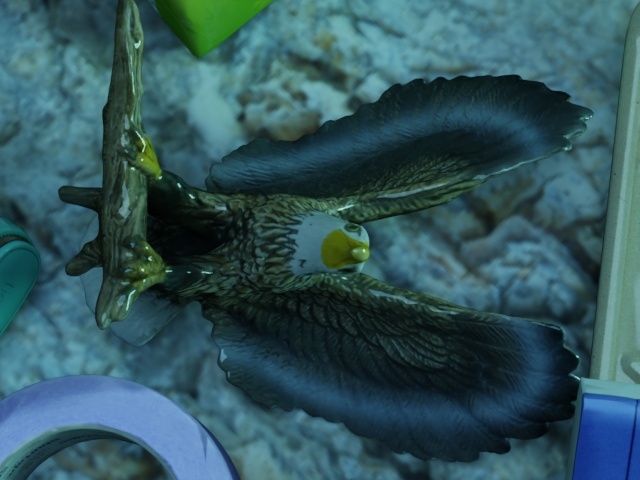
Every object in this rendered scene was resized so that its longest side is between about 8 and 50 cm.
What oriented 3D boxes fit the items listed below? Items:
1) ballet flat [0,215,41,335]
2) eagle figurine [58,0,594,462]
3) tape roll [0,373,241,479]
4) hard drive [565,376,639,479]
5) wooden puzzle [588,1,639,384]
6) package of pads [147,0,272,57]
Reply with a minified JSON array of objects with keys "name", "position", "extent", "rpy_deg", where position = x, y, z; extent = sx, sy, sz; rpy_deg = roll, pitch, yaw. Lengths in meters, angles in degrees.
[{"name":"ballet flat","position":[-0.267,0.090,1.026],"extent":[0.087,0.083,0.247],"rpy_deg":[24,79,31]},{"name":"eagle figurine","position":[0.004,0.004,0.995],"extent":[0.298,0.225,0.226],"rpy_deg":[7,122,-26]},{"name":"tape roll","position":[-0.138,0.179,0.994],"extent":[0.189,0.080,0.189],"rpy_deg":[-1,78,3]},{"name":"hard drive","position":[0.297,0.197,0.946],"extent":[0.319,0.040,0.210],"rpy_deg":[6,110,4]},{"name":"wooden puzzle","position":[0.332,0.033,1.013],"extent":[0.322,0.080,0.348],"rpy_deg":[8,84,4]},{"name":"package of pads","position":[-0.032,-0.254,0.967],"extent":[0.229,0.296,0.101],"rpy_deg":[-40,78,-6]}]
